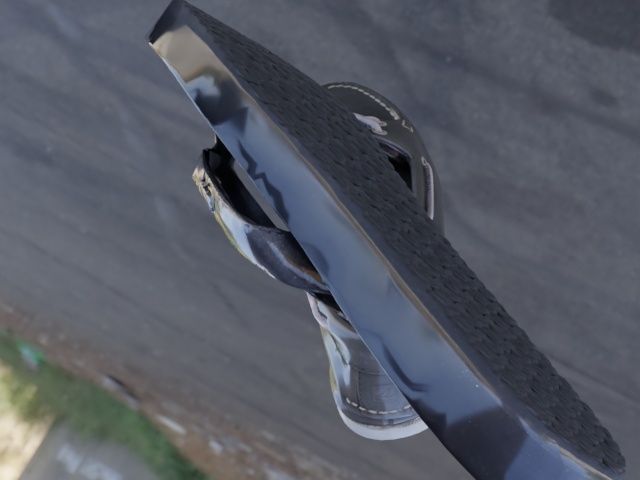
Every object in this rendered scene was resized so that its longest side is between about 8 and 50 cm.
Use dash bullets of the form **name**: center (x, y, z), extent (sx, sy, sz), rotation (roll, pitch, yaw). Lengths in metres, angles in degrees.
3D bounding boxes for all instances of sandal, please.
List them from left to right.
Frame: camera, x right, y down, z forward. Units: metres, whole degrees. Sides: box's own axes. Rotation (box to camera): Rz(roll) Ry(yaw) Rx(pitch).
- **sandal**: center (0.000, 0.000, 0.474), extent (0.097, 0.054, 0.254), rotation (27, -159, -47)

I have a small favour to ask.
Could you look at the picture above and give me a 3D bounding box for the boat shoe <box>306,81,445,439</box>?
- **boat shoe**: center (0.034, -0.019, 0.991), extent (0.112, 0.335, 0.095), rotation (-9, 136, 1)
